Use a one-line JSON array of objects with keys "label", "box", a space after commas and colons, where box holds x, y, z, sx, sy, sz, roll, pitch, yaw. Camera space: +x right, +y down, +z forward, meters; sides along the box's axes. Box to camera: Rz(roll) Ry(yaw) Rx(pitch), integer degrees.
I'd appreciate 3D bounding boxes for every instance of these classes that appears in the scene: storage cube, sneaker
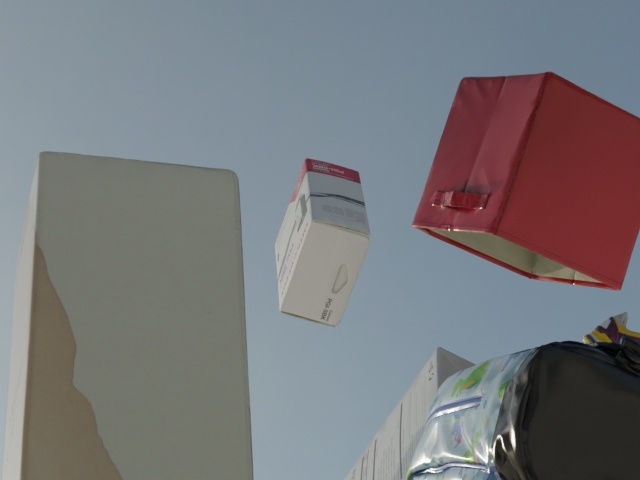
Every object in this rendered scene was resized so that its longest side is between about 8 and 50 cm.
[{"label": "storage cube", "box": [0.251, -0.068, 1.787, 0.215, 0.193, 0.184, 22, -7, -26]}, {"label": "sneaker", "box": [0.447, 0.176, 2.148, 0.084, 0.185, 0.069, -35, -29, -6]}]

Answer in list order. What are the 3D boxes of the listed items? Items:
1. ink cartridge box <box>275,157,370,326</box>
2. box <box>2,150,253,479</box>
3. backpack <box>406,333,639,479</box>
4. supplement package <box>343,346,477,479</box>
[{"label": "ink cartridge box", "box": [0.000, 0.000, 1.407, 0.056, 0.135, 0.099, 15, -66, -11]}, {"label": "box", "box": [-0.110, 0.113, 0.861, 0.121, 0.311, 0.148, 6, -42, -14]}, {"label": "backpack", "box": [0.212, 0.219, 1.406, 0.290, 0.273, 0.355, 23, -4, -17]}, {"label": "supplement package", "box": [0.136, 0.308, 1.796, 0.177, 0.175, 0.293, 26, -62, -12]}]
